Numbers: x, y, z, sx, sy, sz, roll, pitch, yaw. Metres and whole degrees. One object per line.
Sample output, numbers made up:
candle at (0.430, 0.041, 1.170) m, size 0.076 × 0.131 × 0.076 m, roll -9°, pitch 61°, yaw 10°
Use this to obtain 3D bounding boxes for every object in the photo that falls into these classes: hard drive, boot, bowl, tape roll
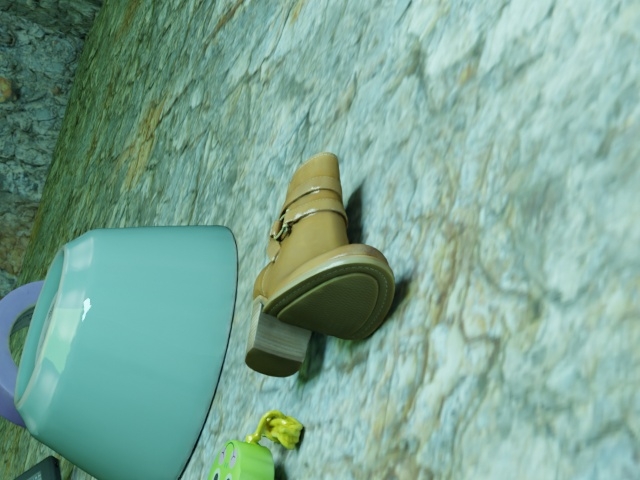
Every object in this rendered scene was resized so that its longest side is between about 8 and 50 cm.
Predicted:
hard drive at (-0.401, 0.378, 1.614) m, size 0.094 × 0.022 × 0.135 m, roll -34°, pitch 41°, yaw 10°
boot at (0.000, 0.000, 0.831) m, size 0.197 × 0.073 × 0.152 m, roll -39°, pitch 34°, yaw 55°
bowl at (-0.218, 0.111, 1.214) m, size 0.311 × 0.163 × 0.311 m, roll -162°, pitch 90°, yaw -71°
tape roll at (-0.362, 0.154, 1.547) m, size 0.080 × 0.189 × 0.189 m, roll 133°, pitch 149°, yaw -51°

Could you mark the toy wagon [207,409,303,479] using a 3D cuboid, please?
toy wagon at (-0.094, 0.287, 0.840) m, size 0.267 × 0.068 × 0.344 m, roll 170°, pitch 116°, yaw -69°
